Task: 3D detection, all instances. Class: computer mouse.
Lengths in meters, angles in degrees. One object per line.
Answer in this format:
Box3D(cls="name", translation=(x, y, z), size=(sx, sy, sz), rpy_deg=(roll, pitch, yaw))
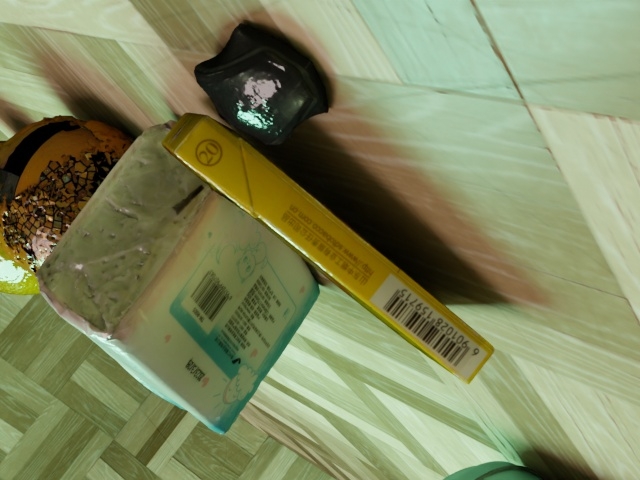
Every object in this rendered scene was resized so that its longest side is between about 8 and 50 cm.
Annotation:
Box3D(cls="computer mouse", translation=(-0.046, -0.093, 0.598), size=(0.079, 0.047, 0.135), rpy_deg=(44, 165, -19))

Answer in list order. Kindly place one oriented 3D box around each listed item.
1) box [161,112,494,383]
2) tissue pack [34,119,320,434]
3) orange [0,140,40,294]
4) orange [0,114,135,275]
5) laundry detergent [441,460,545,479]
Box3D(cls="box", translation=(0.000, 0.000, 0.701), size=(0.269, 0.043, 0.152), rpy_deg=(39, 177, -16))
Box3D(cls="tissue pack", translation=(-0.120, 0.045, 0.873), size=(0.124, 0.201, 0.271), rpy_deg=(22, 159, 25))
Box3D(cls="orange", translation=(-0.438, -0.033, 1.327), size=(0.236, 0.236, 0.236), rpy_deg=(34, 164, 11))
Box3D(cls="orange", translation=(-0.250, -0.030, 1.005), size=(0.234, 0.182, 0.234), rpy_deg=(22, 164, 7))
Box3D(cls="laundry detergent", translation=(0.226, 0.405, 0.977), size=(0.305, 0.287, 0.287), rpy_deg=(20, 157, 46))
